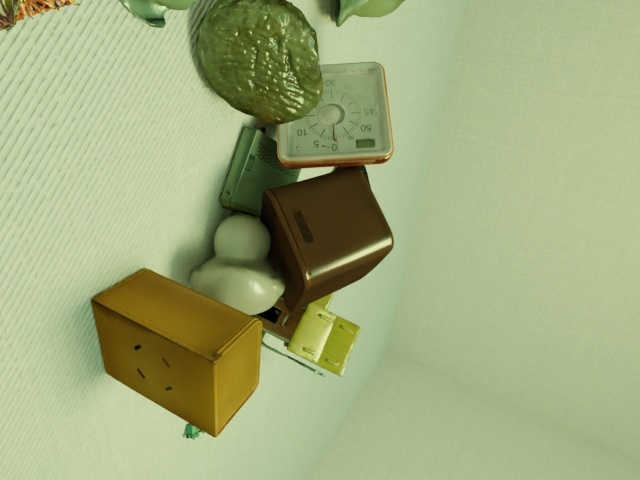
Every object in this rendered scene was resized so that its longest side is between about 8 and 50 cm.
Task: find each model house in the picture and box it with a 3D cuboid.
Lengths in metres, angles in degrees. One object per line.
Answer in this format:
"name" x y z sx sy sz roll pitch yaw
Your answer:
"model house" -0.023 0.249 1.421 0.301 0.323 0.340 -63 158 -13

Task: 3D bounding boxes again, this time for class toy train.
"toy train" -0.340 0.517 1.304 0.092 0.029 0.045 -6 99 -71

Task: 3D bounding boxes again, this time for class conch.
"conch" -0.241 -0.379 0.719 0.180 0.088 0.065 -31 93 -49

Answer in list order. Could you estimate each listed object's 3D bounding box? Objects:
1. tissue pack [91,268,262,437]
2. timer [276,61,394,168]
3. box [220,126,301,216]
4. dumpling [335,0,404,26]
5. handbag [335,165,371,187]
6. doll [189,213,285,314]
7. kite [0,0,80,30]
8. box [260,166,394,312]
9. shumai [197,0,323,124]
"tissue pack" -0.260 0.198 0.874 0.145 0.274 0.195 -39 144 -52
"timer" 0.029 -0.269 1.100 0.161 0.257 0.250 87 -1 -56
"box" -0.137 -0.156 1.168 0.270 0.045 0.211 12 98 -68
"dumpling" 0.138 -0.658 1.166 0.320 0.211 0.270 -33 142 -40
"handbag" 0.090 -0.160 1.664 0.275 0.088 0.244 -58 152 -24
"doll" -0.180 0.048 1.062 0.251 0.220 0.221 -98 -157 -78
"kite" -0.380 -0.290 0.521 0.222 0.008 0.125 -52 152 -38
"box" 0.000 0.000 1.145 0.229 0.240 0.339 -21 166 -17
"shumai" -0.114 -0.376 0.922 0.272 0.221 0.204 66 12 -50
